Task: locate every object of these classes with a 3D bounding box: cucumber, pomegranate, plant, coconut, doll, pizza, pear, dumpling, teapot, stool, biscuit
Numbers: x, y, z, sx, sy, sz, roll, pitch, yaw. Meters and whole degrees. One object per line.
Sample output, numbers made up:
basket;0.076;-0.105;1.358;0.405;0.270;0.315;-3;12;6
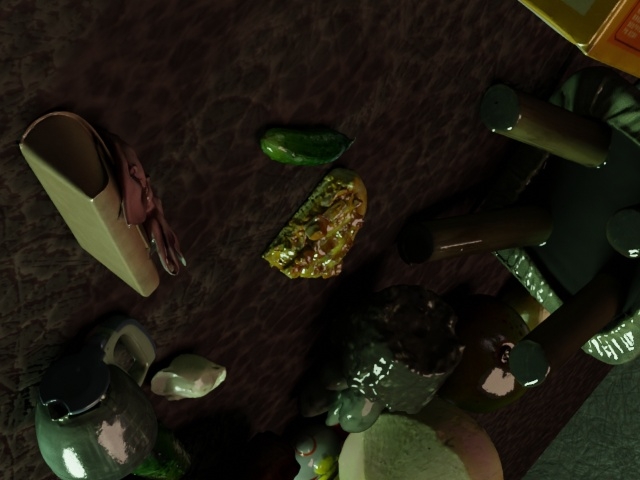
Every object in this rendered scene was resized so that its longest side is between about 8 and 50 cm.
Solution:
cucumber;-0.010;-0.089;1.277;0.155;0.037;0.037;-7;135;-58
cucumber;-0.184;0.237;1.478;0.069;0.069;0.227;-44;161;-8
pomegranate;0.228;0.177;2.031;0.180;0.180;0.210;-36;-176;-26
plant;0.064;0.161;1.713;0.146;0.149;0.274;13;149;-18
coconut;0.137;0.328;1.842;0.237;0.237;0.197;-11;125;-56
doll;0.017;0.275;1.905;0.245;0.076;0.142;-45;157;-17
pizza;0.001;0.000;1.435;0.134;0.046;0.175;-39;157;-21
pear;0.350;0.111;2.206;0.107;0.107;0.131;-31;144;-35
dumpling;-0.143;0.153;1.421;0.076;0.052;0.057;-33;145;-55
teapot;-0.201;0.148;1.238;0.149;0.111;0.108;-34;141;-18
stool;0.303;-0.021;1.622;0.226;0.310;0.310;-9;139;-48
biscuit;-0.172;0.408;1.647;0.407;0.091;0.407;-47;171;-10

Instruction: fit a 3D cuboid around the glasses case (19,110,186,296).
glasses case;-0.151;-0.028;1.035;0.070;0.102;0.193;-48;159;-15

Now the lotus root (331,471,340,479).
lotus root;0.038;0.452;2.221;0.258;0.097;0.110;-52;155;1

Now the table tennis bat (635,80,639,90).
table tennis bat;0.466;-0.164;2.035;0.149;0.038;0.237;-7;132;-59

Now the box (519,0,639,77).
box;0.218;-0.285;1.061;0.214;0.259;0.283;-53;158;17
